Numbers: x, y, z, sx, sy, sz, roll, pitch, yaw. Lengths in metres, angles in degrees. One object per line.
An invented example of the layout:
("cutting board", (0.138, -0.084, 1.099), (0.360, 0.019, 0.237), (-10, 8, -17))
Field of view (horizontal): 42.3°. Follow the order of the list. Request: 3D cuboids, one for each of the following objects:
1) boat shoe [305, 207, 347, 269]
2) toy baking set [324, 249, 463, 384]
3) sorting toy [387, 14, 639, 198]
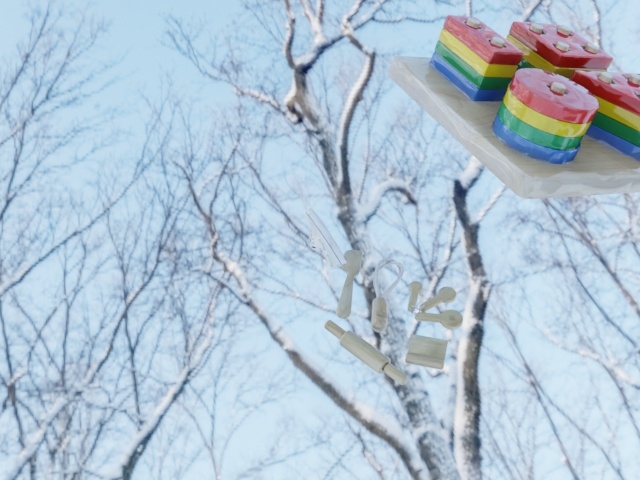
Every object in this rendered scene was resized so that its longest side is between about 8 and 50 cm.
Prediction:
("boat shoe", (0.000, 0.000, 1.217), (0.035, 0.035, 0.100), (-31, -71, 5))
("toy baking set", (0.108, 0.118, 1.328), (0.197, 0.256, 0.030), (-44, -30, -30))
("sorting toy", (0.253, -0.158, 0.907), (0.257, 0.255, 0.089), (-5, -50, -32))
